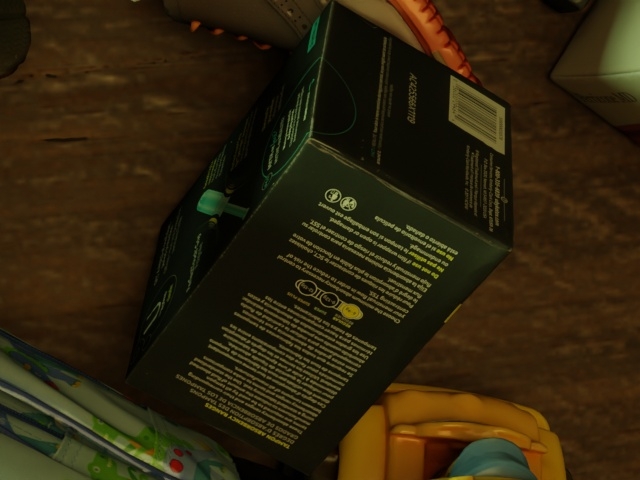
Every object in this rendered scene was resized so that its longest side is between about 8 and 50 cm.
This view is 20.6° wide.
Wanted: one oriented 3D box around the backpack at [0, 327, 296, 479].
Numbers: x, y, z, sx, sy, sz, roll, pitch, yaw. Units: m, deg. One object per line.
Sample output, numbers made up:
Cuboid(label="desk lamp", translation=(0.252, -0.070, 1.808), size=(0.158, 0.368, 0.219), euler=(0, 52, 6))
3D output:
Cuboid(label="backpack", translation=(-0.216, 0.134, 0.727), size=(0.355, 0.273, 0.290), euler=(37, 88, -2))

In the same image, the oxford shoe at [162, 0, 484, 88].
Cuboid(label="oxford shoe", translation=(-0.019, -0.124, 0.847), size=(0.098, 0.097, 0.271), euler=(-42, 97, 7))

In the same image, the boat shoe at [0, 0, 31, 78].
Cuboid(label="boat shoe", translation=(-0.288, -0.090, 0.744), size=(0.324, 0.120, 0.122), euler=(-5, 69, -35))

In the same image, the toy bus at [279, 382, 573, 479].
Cuboid(label="toy bus", translation=(0.067, 0.166, 0.804), size=(0.149, 0.211, 0.220), euler=(9, 75, -14))

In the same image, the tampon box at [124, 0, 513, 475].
Cuboid(label="tampon box", translation=(0.000, 0.000, 0.795), size=(0.101, 0.120, 0.161), euler=(29, 125, -15))

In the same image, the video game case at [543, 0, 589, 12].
Cuboid(label="video game case", translation=(0.103, -0.298, 0.894), size=(0.248, 0.035, 0.275), euler=(34, 83, -16))

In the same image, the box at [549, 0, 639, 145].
Cuboid(label="box", translation=(0.260, -0.070, 0.893), size=(0.232, 0.148, 0.127), euler=(34, 84, -15))
